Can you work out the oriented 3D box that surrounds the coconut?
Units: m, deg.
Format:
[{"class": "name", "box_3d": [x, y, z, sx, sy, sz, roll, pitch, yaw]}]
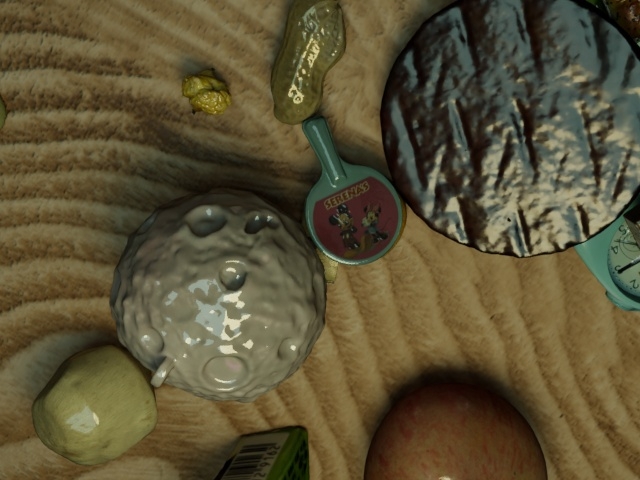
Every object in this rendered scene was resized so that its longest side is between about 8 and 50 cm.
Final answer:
[{"class": "coconut", "box_3d": [-0.387, 0.285, 1.438, 0.224, 0.224, 0.224, 2, 110, 5]}]

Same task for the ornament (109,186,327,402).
[{"class": "ornament", "box_3d": [-0.147, 0.077, 1.262, 0.337, 0.337, 0.337, 2, 110, 5]}]

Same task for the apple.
[{"class": "apple", "box_3d": [0.226, 0.417, 1.378, 0.344, 0.269, 0.345, 2, 105, 8]}]

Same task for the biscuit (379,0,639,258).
[{"class": "biscuit", "box_3d": [0.291, -0.173, 1.223, 0.407, 0.091, 0.407, 5, 106, 17]}]

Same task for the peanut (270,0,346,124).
[{"class": "peanut", "box_3d": [-0.021, -0.279, 1.251, 0.098, 0.090, 0.214, 8, 115, -29]}]

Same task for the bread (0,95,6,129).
[{"class": "bread", "box_3d": [-0.677, -0.222, 1.349, 0.286, 0.056, 0.207, -23, 108, 11]}]

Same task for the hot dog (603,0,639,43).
[{"class": "hot dog", "box_3d": [0.437, -0.374, 1.143, 0.108, 0.059, 0.191, -28, 107, 19]}]

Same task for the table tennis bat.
[{"class": "table tennis bat", "box_3d": [0.035, -0.079, 1.273, 0.153, 0.040, 0.244, -24, 94, -6]}]

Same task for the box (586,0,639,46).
[{"class": "box", "box_3d": [0.444, -0.356, 1.202, 0.335, 0.047, 0.187, 44, 107, -10]}]

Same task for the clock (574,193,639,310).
[{"class": "clock", "box_3d": [0.534, 0.006, 1.303, 0.223, 0.094, 0.274, -29, 107, 15]}]

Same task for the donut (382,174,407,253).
[{"class": "donut", "box_3d": [0.074, -0.035, 1.330, 0.152, 0.058, 0.152, -1, 102, -5]}]

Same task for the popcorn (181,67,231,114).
[{"class": "popcorn", "box_3d": [-0.187, -0.227, 1.294, 0.084, 0.084, 0.084, 2, 110, 5]}]

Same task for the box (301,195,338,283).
[{"class": "box", "box_3d": [0.000, 0.000, 1.385, 0.073, 0.020, 0.149, 9, 110, 0]}]

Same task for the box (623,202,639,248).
[{"class": "box", "box_3d": [0.604, 0.038, 1.230, 0.180, 0.047, 0.325, -34, 114, 5]}]

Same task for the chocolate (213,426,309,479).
[{"class": "chocolate", "box_3d": [-0.114, 0.528, 1.447, 0.137, 0.301, 0.289, 1, 110, 18]}]
